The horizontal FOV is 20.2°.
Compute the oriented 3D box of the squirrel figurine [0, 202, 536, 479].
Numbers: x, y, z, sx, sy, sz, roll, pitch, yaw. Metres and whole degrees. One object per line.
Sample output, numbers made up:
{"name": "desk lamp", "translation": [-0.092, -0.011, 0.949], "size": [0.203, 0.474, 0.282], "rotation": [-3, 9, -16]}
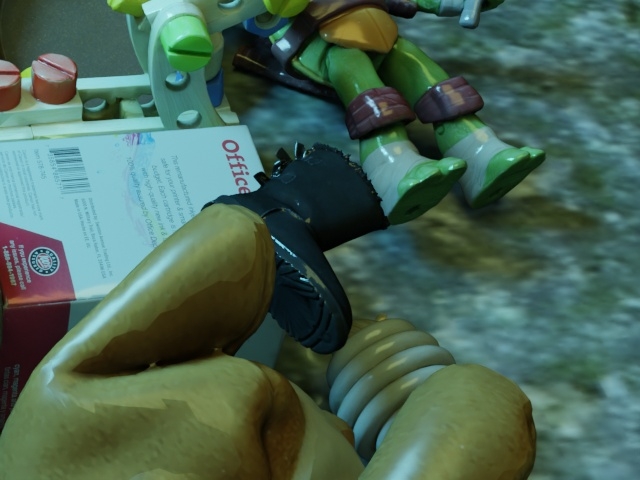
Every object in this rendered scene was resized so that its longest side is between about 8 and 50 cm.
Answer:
{"name": "squirrel figurine", "translation": [-0.012, 0.243, 0.809], "size": [0.397, 0.281, 0.370], "rotation": [-40, 62, -21]}

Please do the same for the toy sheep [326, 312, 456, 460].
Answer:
{"name": "toy sheep", "translation": [0.048, 0.098, 1.076], "size": [0.091, 0.091, 0.132], "rotation": [-21, 55, -30]}

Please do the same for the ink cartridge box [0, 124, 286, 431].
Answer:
{"name": "ink cartridge box", "translation": [-0.118, 0.021, 1.079], "size": [0.176, 0.127, 0.128], "rotation": [-5, 50, -18]}

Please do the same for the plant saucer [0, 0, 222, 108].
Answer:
{"name": "plant saucer", "translation": [-0.152, -0.147, 1.236], "size": [0.168, 0.168, 0.029], "rotation": [-9, 12, -21]}

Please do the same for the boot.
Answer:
{"name": "boot", "translation": [0.000, 0.001, 1.017], "size": [0.099, 0.045, 0.121], "rotation": [-27, 63, -41]}

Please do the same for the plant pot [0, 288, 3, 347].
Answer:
{"name": "plant pot", "translation": [-0.285, 0.039, 1.003], "size": [0.237, 0.237, 0.110], "rotation": [18, 4, 4]}

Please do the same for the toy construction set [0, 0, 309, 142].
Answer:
{"name": "toy construction set", "translation": [-0.177, -0.108, 1.126], "size": [0.328, 0.215, 0.151], "rotation": [5, 42, -8]}

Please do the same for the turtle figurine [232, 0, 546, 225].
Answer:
{"name": "turtle figurine", "translation": [0.060, -0.164, 1.228], "size": [0.275, 0.198, 0.266], "rotation": [-32, 73, 9]}
